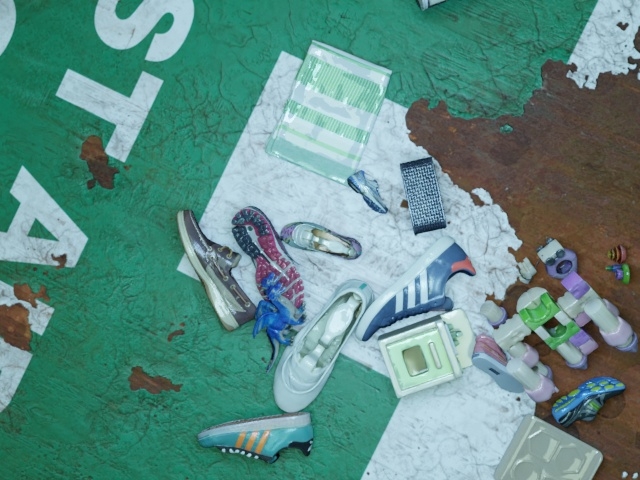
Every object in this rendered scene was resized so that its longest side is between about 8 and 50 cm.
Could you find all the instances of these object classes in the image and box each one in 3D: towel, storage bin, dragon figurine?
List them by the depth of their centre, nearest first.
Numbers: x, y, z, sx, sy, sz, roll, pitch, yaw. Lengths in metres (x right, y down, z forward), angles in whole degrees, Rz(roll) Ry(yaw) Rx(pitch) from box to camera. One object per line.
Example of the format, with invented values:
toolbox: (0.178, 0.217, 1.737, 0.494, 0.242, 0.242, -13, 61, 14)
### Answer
storage bin: (0.258, -0.111, 1.855, 0.084, 0.122, 0.180, -13, 87, 6)
dragon figurine: (-0.127, 0.204, 1.870, 0.144, 0.085, 0.289, 19, 124, -16)
towel: (0.022, -0.336, 1.932, 0.248, 0.038, 0.324, 23, 91, 6)

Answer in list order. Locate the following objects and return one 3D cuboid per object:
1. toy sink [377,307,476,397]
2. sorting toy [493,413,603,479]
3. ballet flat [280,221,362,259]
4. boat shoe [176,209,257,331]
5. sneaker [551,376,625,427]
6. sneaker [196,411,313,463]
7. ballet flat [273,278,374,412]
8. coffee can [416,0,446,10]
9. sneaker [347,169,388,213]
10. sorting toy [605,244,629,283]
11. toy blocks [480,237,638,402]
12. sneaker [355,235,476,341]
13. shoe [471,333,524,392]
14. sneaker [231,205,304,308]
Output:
toy sink: (0.277, 0.278, 1.841, 0.234, 0.131, 0.152, -19, 87, 5)
sorting toy: (0.570, 0.566, 1.851, 0.208, 0.038, 0.193, 28, 92, 11)
ballet flat: (0.000, 0.000, 1.905, 0.222, 0.079, 0.076, 17, 92, 7)
boat shoe: (-0.263, 0.063, 1.922, 0.123, 0.123, 0.341, -26, 90, -3)
sneaker: (0.670, 0.403, 1.834, 0.188, 0.067, 0.078, -30, 107, 3)
sneaker: (-0.168, 0.522, 1.899, 0.302, 0.108, 0.121, -8, 84, 5)
ballet flat: (-0.004, 0.269, 1.875, 0.139, 0.139, 0.400, 35, 93, 6)
coffee can: (0.352, -0.712, 1.818, 0.276, 0.201, 0.201, -18, 87, 6)
sneaker: (0.134, -0.128, 1.907, 0.058, 0.052, 0.135, -44, 96, -14)
sorting toy: (0.735, 0.061, 1.828, 0.042, 0.061, 0.101, -2, 66, 7)
toy blocks: (0.588, 0.223, 1.790, 0.288, 0.309, 0.260, -42, 117, 16)
sneaker: (0.244, 0.153, 1.847, 0.350, 0.131, 0.148, -45, 80, 4)
shoe: (0.453, 0.308, 1.853, 0.178, 0.081, 0.063, 37, 136, -19)
sneaker: (-0.122, 0.044, 1.911, 0.121, 0.112, 0.299, -21, 99, 11)
